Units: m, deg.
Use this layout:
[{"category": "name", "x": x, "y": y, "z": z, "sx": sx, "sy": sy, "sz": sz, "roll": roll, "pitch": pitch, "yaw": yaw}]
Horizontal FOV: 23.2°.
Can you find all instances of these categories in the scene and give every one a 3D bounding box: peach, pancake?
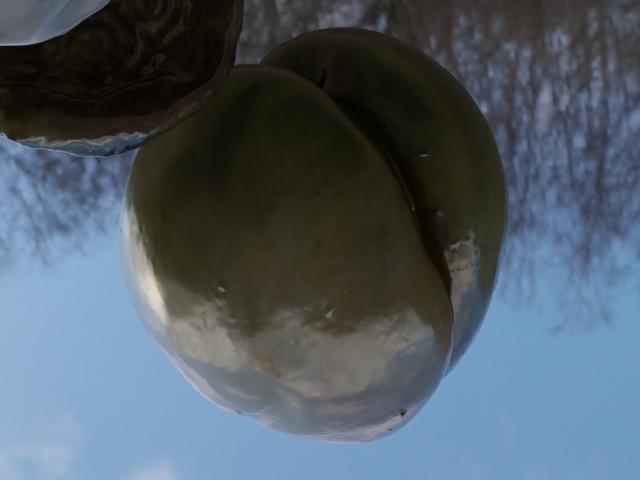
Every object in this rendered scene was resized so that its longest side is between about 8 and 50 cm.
[{"category": "peach", "x": 0.001, "y": 0.000, "z": 1.097, "sx": 0.247, "sy": 0.292, "sz": 0.292, "roll": 12, "pitch": -133, "yaw": 30}, {"category": "pancake", "x": -0.151, "y": -0.167, "z": 0.941, "sx": 0.250, "sy": 0.250, "sz": 0.031, "roll": -50, "pitch": -171, "yaw": -34}]

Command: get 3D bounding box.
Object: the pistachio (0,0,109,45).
[{"category": "pistachio", "x": -0.144, "y": -0.136, "z": 0.457, "sx": 0.131, "sy": 0.206, "sz": 0.129, "roll": -52, "pitch": -163, "yaw": 7}]
